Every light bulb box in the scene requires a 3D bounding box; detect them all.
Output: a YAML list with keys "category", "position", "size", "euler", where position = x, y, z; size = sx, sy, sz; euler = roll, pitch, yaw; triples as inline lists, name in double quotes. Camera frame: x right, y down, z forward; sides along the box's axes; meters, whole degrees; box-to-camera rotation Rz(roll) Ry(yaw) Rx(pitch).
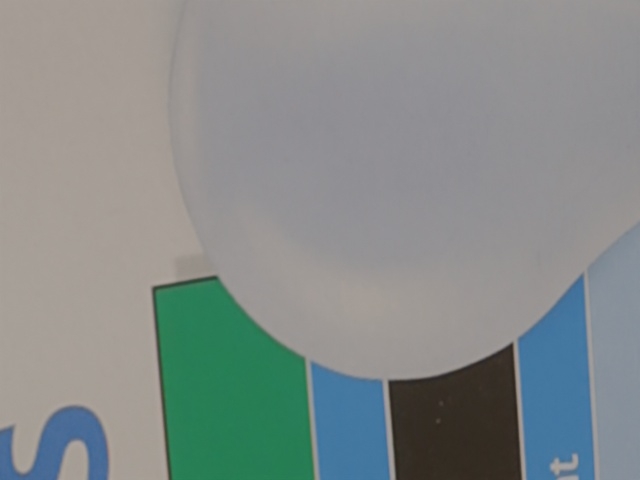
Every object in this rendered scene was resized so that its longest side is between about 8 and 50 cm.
- category: "light bulb box"
  position: [0.000, 0.000, 0.610]
  size: [0.225, 0.361, 0.358]
  euler: [9, 107, 55]
